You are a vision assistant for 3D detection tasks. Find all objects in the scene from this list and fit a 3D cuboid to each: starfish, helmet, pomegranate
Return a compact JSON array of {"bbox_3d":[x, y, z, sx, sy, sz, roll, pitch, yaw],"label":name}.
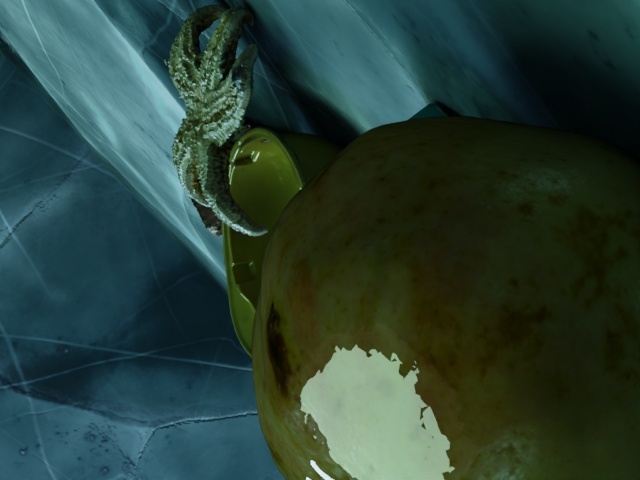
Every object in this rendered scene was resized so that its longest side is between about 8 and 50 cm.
[{"bbox_3d":[-0.103,-0.113,1.622,0.238,0.071,0.216,113,146,-55],"label":"starfish"},{"bbox_3d":[0.000,0.000,1.667,0.205,0.140,0.257,35,130,53],"label":"helmet"},{"bbox_3d":[0.113,0.062,1.121,0.342,0.342,0.342,46,169,12],"label":"pomegranate"}]

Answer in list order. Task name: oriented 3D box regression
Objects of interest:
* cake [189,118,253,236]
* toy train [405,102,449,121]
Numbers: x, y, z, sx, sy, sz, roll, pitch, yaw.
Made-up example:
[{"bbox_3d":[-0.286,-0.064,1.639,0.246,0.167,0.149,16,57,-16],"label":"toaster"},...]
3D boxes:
[{"bbox_3d":[-0.081,-0.054,1.838,0.090,0.109,0.225,49,-179,-19],"label":"cake"},{"bbox_3d":[0.111,-0.015,1.346,0.154,0.107,0.198,47,172,44],"label":"toy train"}]
